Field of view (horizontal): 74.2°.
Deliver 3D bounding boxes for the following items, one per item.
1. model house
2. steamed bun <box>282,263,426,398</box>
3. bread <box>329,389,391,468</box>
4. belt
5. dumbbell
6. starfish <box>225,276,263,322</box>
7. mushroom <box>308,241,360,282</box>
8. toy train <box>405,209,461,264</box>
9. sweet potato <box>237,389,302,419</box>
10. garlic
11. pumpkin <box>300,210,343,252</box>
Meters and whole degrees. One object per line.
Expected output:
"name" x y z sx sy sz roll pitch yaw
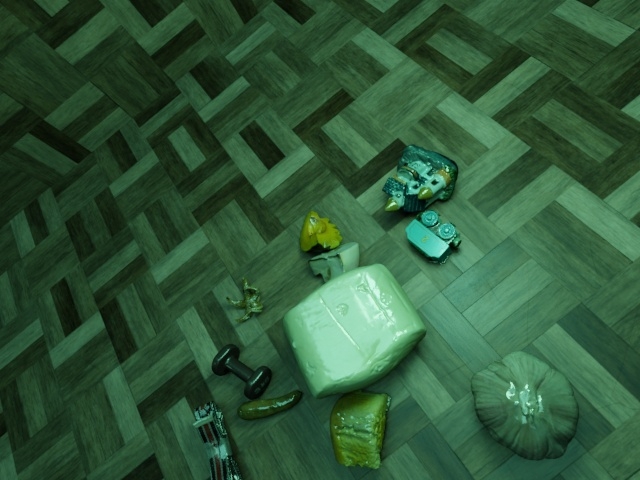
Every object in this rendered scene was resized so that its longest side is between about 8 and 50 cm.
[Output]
"model house" 0.362 -0.215 1.690 0.253 0.184 0.291 37 67 27
"steamed bun" 0.124 0.336 1.535 0.456 0.290 0.371 -29 65 -2
"bread" 0.123 0.646 1.483 0.205 0.162 0.261 -8 52 29
"belt" -0.393 0.809 1.630 0.094 0.126 0.359 -24 68 -1
"dumbbell" -0.316 0.525 1.701 0.226 0.124 0.140 24 53 26
"starfish" -0.332 0.257 1.850 0.147 0.074 0.189 -22 63 9
"mushroom" 0.089 0.108 1.742 0.236 0.173 0.161 -12 99 55
"toy train" 0.440 -0.016 1.663 0.163 0.112 0.203 -48 59 3
"sweet potato" -0.199 0.645 1.648 0.274 0.075 0.075 -18 64 10
"garlic" 0.634 0.504 1.298 0.318 0.259 0.317 -10 65 21
"pumpkin" 0.000 0.000 1.829 0.149 0.131 0.253 -63 26 28
